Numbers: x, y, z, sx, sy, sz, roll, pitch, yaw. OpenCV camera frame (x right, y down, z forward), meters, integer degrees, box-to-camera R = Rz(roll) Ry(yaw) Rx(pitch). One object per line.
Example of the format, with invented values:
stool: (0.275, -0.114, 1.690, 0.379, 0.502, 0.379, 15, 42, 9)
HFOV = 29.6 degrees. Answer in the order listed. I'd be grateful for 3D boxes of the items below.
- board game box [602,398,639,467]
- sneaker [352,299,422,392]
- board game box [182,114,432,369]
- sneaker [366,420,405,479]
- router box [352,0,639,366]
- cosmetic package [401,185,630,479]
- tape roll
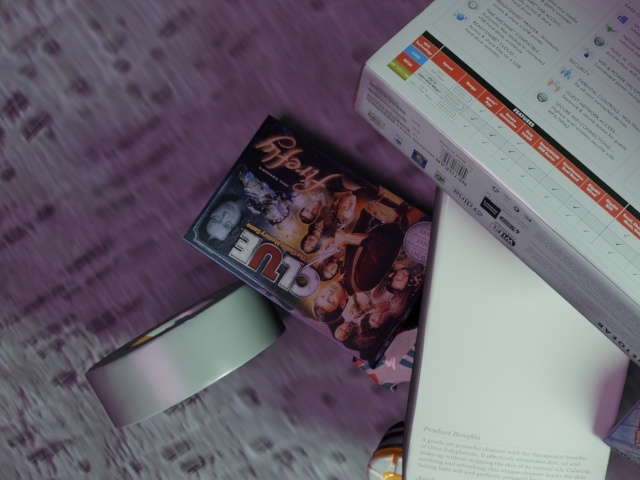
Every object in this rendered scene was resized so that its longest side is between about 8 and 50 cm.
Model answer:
board game box: (0.350, 0.146, 1.057, 0.060, 0.194, 0.194, 37, 155, -27)
sneaker: (0.113, 0.113, 1.309, 0.161, 0.057, 0.075, -32, 108, 33)
board game box: (0.000, 0.000, 1.276, 0.243, 0.042, 0.165, 33, 86, 14)
sneaker: (0.161, 0.246, 1.315, 0.215, 0.083, 0.084, 15, 123, 3)
router box: (0.250, -0.110, 0.992, 0.335, 0.301, 0.082, 44, 161, 12)
cosmetic package: (0.190, 0.080, 1.155, 0.197, 0.155, 0.365, 8, 113, 2)
tape roll: (-0.150, 0.122, 1.350, 0.219, 0.219, 0.072, -26, 94, 34)
